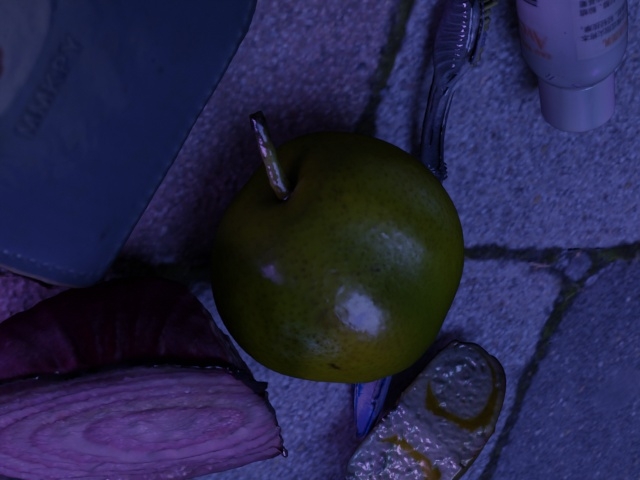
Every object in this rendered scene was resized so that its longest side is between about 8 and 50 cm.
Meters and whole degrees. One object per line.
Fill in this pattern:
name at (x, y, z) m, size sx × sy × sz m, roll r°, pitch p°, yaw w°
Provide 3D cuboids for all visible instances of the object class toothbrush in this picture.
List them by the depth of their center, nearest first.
toothbrush at (0.070, -0.009, 1.409) m, size 0.042 × 0.035 × 0.413 m, roll -25°, pitch 139°, yaw -45°

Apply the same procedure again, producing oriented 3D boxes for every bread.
bread at (0.086, 0.164, 1.523) m, size 0.157 × 0.083 × 0.094 m, roll -46°, pitch 173°, yaw -24°

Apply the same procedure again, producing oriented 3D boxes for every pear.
pear at (0.000, 0.000, 1.272) m, size 0.180 × 0.166 × 0.216 m, roll -43°, pitch 133°, yaw -3°

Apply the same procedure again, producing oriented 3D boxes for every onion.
onion at (-0.156, 0.091, 1.278) m, size 0.247 × 0.111 × 0.250 m, roll -7°, pitch 159°, yaw 2°

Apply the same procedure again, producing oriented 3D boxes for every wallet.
wallet at (-0.220, -0.106, 1.096) m, size 0.360 × 0.083 × 0.252 m, roll 17°, pitch 107°, yaw -41°

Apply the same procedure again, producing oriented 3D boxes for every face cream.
face cream at (0.175, -0.190, 1.307) m, size 0.082 × 0.082 × 0.269 m, roll -26°, pitch 134°, yaw -16°
